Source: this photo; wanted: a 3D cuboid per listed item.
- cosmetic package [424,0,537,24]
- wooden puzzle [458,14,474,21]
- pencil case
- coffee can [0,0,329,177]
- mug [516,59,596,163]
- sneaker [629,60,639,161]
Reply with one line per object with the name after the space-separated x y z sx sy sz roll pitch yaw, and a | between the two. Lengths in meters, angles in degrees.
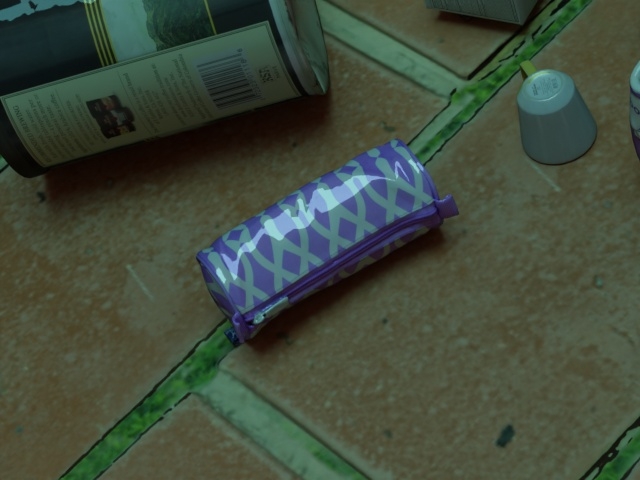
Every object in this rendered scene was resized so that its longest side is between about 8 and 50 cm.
0.182 -0.297 1.733 0.099 0.060 0.239 16 57 28 | cosmetic package
0.135 -0.221 1.732 0.049 0.006 0.083 -36 49 -10 | wooden puzzle
0.000 0.000 1.551 0.206 0.086 0.088 -33 36 -6 | pencil case
-0.151 -0.186 1.684 0.275 0.201 0.201 -15 49 8 | coffee can
0.181 -0.108 1.584 0.078 0.064 0.062 25 65 35 | mug
0.371 -0.115 1.456 0.282 0.161 0.102 -13 48 9 | sneaker
